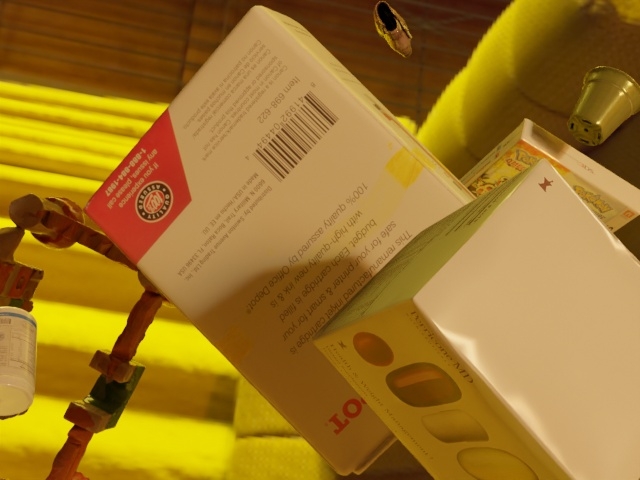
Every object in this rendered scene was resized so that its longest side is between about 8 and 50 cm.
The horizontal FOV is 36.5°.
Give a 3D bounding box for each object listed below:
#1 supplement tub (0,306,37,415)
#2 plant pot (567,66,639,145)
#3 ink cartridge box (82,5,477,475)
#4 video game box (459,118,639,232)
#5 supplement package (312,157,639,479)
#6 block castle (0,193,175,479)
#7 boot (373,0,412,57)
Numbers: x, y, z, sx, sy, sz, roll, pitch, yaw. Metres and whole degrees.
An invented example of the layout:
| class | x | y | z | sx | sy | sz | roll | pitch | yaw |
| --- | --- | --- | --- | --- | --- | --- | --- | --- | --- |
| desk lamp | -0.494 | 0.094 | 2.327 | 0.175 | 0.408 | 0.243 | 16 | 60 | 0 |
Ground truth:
| class | x | y | z | sx | sy | sz | roll | pitch | yaw |
| --- | --- | --- | --- | --- | --- | --- | --- | --- | --- |
| supplement tub | -0.357 | 0.135 | 1.098 | 0.071 | 0.071 | 0.107 | 111 | 156 | -48 |
| plant pot | 0.357 | -0.165 | 1.244 | 0.079 | 0.083 | 0.083 | -52 | -1 | -22 |
| ink cartridge box | 0.000 | 0.000 | 0.996 | 0.279 | 0.385 | 0.160 | -46 | -7 | 13 |
| video game box | 0.314 | -0.058 | 1.370 | 0.187 | 0.205 | 0.048 | -48 | 16 | 49 |
| supplement package | 0.134 | 0.083 | 0.718 | 0.149 | 0.194 | 0.203 | -43 | 2 | -23 |
| block castle | -0.407 | 0.177 | 1.472 | 0.453 | 0.303 | 0.213 | -64 | -5 | -4 |
| boot | 0.098 | -0.319 | 1.404 | 0.118 | 0.042 | 0.087 | 60 | -171 | 27 |
